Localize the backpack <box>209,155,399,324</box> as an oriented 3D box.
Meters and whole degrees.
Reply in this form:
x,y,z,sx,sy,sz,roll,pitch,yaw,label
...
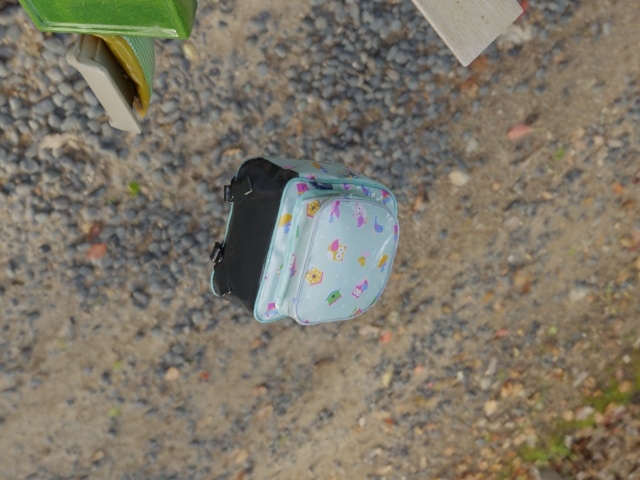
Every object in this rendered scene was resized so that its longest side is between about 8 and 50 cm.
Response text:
x,y,z,sx,sy,sz,roll,pitch,yaw,label
0.000,0.000,0.923,0.188,0.144,0.166,-7,113,-52,backpack

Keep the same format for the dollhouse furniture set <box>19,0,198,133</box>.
x,y,z,sx,sy,sz,roll,pitch,yaw,label
-0.178,-0.260,0.922,0.151,0.198,0.301,2,158,8,dollhouse furniture set

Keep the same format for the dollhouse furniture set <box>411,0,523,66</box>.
x,y,z,sx,sy,sz,roll,pitch,yaw,label
0.095,-0.226,0.667,0.144,0.151,0.123,-44,108,-3,dollhouse furniture set
